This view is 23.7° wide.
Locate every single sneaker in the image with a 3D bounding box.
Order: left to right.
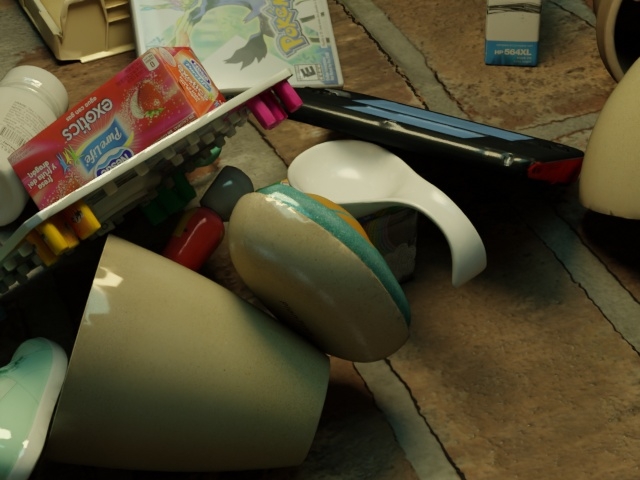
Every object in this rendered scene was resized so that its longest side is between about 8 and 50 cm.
[{"bbox_3d":[-0.360,0.152,1.625,0.151,0.094,0.256,30,20,-15],"label":"sneaker"}]

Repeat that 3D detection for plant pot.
[{"bbox_3d":[-0.138,0.154,1.677,0.274,0.256,0.256,17,40,-7],"label":"plant pot"},{"bbox_3d":[0.511,-0.342,2.264,0.263,0.263,0.229,-7,22,-8],"label":"plant pot"},{"bbox_3d":[0.473,-0.143,1.951,0.284,0.191,0.284,-2,13,0],"label":"plant pot"}]

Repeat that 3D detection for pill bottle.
[{"bbox_3d":[-0.429,-0.135,2.080,0.131,0.131,0.229,7,41,9],"label":"pill bottle"}]

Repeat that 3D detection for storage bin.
[{"bbox_3d":[-0.340,-0.419,2.426,0.260,0.123,0.262,-18,43,-20],"label":"storage bin"}]

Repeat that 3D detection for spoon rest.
[{"bbox_3d":[0.080,-0.049,1.809,0.276,0.084,0.137,33,50,30],"label":"spoon rest"}]

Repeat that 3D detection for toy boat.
[{"bbox_3d":[-0.042,0.005,1.721,0.318,0.267,0.148,18,66,39],"label":"toy boat"}]

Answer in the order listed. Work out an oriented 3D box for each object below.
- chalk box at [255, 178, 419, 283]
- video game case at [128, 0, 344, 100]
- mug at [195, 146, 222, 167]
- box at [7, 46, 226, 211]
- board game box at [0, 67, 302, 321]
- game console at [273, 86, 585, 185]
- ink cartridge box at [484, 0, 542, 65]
[{"bbox_3d":[0.000,0.000,1.915,0.213,0.132,0.132,-20,44,-24],"label":"chalk box"},{"bbox_3d":[-0.138,-0.358,2.293,0.300,0.036,0.329,-4,66,-14],"label":"video game case"},{"bbox_3d":[-0.227,-0.141,2.081,0.157,0.129,0.097,-10,40,14],"label":"mug"},{"bbox_3d":[-0.254,-0.131,1.956,0.257,0.123,0.128,-34,-2,18],"label":"box"},{"bbox_3d":[-0.240,-0.034,1.814,0.390,0.390,0.050,-34,90,-34],"label":"board game box"},{"bbox_3d":[0.140,-0.144,2.008,0.386,0.060,0.342,16,5,19],"label":"game console"},{"bbox_3d":[0.297,-0.391,2.323,0.086,0.203,0.148,4,40,6],"label":"ink cartridge box"}]
